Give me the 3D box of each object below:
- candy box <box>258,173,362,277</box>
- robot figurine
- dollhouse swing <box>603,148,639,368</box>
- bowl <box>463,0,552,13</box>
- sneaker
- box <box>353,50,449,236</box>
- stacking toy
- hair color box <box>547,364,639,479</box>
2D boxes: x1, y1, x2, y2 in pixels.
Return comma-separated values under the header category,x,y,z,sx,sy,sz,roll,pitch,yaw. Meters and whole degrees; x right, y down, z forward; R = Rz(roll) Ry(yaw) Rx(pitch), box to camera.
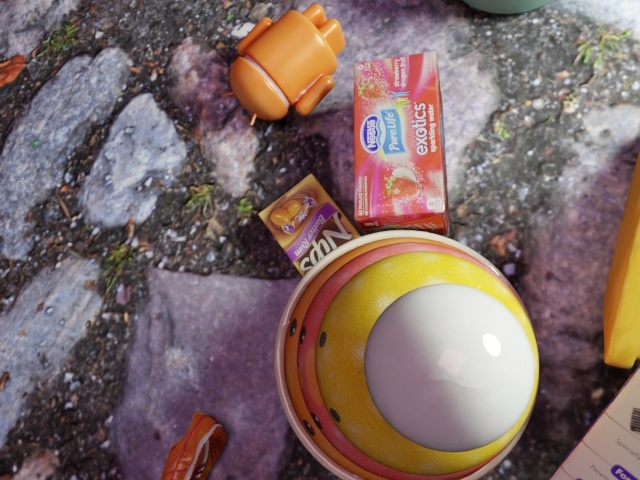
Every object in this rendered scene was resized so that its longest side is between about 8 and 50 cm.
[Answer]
category,x,y,z,sx,sy,sz,roll,pitch,yaw
candy box,0.000,0.000,0.887,0.109,0.053,0.186,-38,69,1
robot figurine,-0.062,-0.292,0.955,0.219,0.128,0.158,-43,110,-1
dollhouse swing,0.535,0.017,0.669,0.347,0.305,0.314,12,101,19
bowl,0.304,-0.485,0.893,0.312,0.163,0.311,-4,73,13
sneaker,-0.203,0.340,0.843,0.067,0.064,0.175,22,74,41
box,0.121,-0.136,0.857,0.128,0.122,0.256,-4,73,15
stacking toy,0.098,0.111,0.574,0.351,0.480,0.350,-1,77,4
hair color box,0.331,0.280,0.573,0.185,0.110,0.338,39,127,29
